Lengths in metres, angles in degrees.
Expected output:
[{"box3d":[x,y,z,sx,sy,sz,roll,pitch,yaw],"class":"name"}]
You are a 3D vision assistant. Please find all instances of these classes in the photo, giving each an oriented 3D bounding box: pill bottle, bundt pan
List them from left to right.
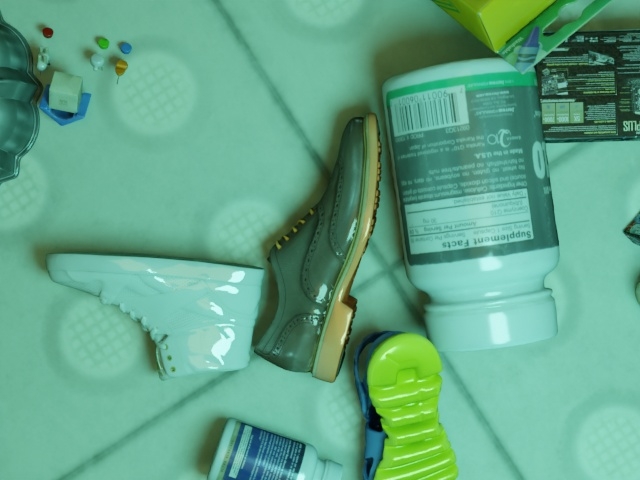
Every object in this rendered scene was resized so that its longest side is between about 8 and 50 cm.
[{"box3d":[-0.538,-0.189,1.636,0.330,0.124,0.331,0,90,-3],"class":"bundt pan"},{"box3d":[-0.060,0.307,1.676,0.169,0.094,0.094,19,90,-2],"class":"pill bottle"},{"box3d":[0.201,-0.046,1.629,0.204,0.204,0.361,-8,91,-2],"class":"pill bottle"}]

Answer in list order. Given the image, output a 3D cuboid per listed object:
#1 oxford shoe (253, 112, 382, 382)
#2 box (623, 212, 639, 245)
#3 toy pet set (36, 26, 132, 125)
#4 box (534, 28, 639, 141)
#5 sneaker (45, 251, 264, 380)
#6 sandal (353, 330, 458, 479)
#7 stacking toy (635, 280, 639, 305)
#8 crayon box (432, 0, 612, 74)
[{"box3d":[0.000,0.000,1.662,0.132,0.130,0.364,13,89,5],"class":"oxford shoe"},{"box3d":[0.477,-0.023,1.674,0.027,0.137,0.094,42,89,-21],"class":"box"},{"box3d":[-0.327,-0.216,1.688,0.122,0.065,0.114,12,55,-5],"class":"toy pet set"},{"box3d":[0.374,-0.208,1.696,0.180,0.077,0.148,-3,91,-2],"class":"box"},{"box3d":[-0.229,0.102,1.661,0.292,0.108,0.169,7,94,2],"class":"sneaker"},{"box3d":[0.106,0.247,1.670,0.126,0.138,0.318,-7,112,-14],"class":"sandal"},{"box3d":[0.577,-0.013,1.695,0.141,0.141,0.330,40,82,-2],"class":"stacking toy"},{"box3d":[0.227,-0.376,1.590,0.203,0.083,0.323,-39,51,-2],"class":"crayon box"}]
